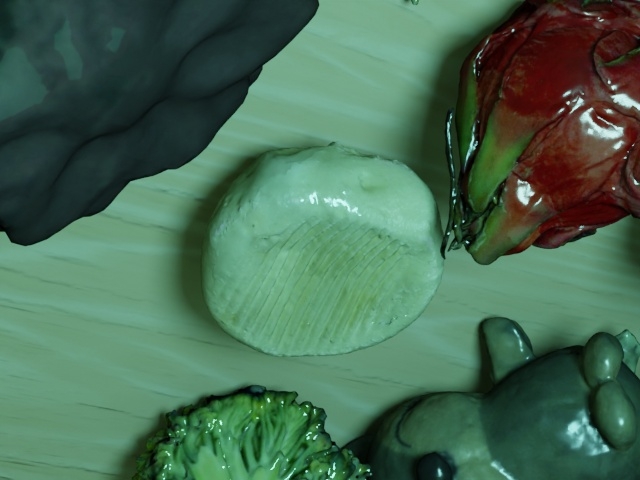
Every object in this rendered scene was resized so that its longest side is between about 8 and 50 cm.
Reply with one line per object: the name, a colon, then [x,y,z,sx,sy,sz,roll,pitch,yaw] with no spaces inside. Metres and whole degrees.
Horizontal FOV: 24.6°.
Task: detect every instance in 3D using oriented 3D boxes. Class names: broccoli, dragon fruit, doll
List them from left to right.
broccoli: [-0.080,0.295,1.483,0.242,0.273,0.180,14,156,-2]
doll: [0.215,0.275,1.556,0.382,0.252,0.378,-32,133,19]
dragon fruit: [0.206,-0.084,1.213,0.293,0.233,0.234,-51,139,-23]

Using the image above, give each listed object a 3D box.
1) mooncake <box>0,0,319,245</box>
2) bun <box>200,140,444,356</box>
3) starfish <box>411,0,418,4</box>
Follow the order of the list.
mooncake: [-0.175,-0.168,0.992,0.350,0.212,0.381,-14,147,-50]
bun: [0.000,0.000,1.304,0.231,0.133,0.231,-3,133,-3]
starfish: [0.106,-0.284,1.154,0.216,0.050,0.223,-3,127,-7]
